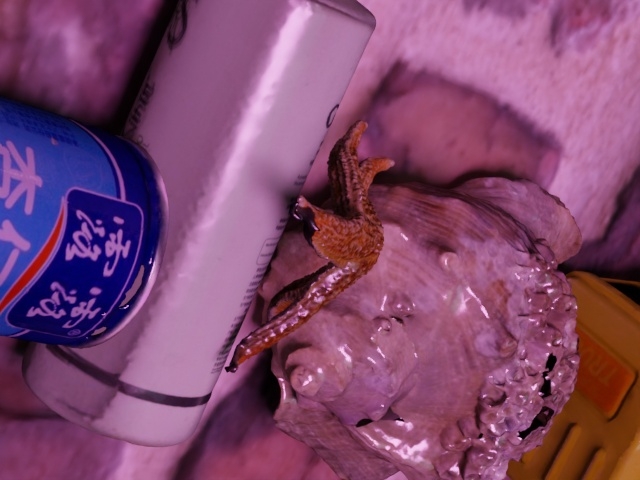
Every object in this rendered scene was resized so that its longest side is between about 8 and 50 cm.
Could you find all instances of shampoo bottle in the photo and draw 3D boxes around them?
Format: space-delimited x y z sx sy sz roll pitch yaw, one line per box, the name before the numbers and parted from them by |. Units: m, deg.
shampoo bottle | -0.044 -0.041 0.686 0.085 0.085 0.262 12 107 -46

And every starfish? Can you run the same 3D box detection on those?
starfish | 0.004 0.004 0.678 0.130 0.041 0.133 88 27 -83

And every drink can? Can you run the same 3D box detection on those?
drink can | -0.172 -0.022 0.577 0.235 0.097 0.097 16 104 -48

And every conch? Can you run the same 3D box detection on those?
conch | 0.063 0.045 0.830 0.245 0.163 0.178 -30 168 -47

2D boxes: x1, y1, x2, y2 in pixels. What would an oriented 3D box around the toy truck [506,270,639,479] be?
toy truck | 0.147 0.216 0.966 0.254 0.180 0.405 12 111 -38
